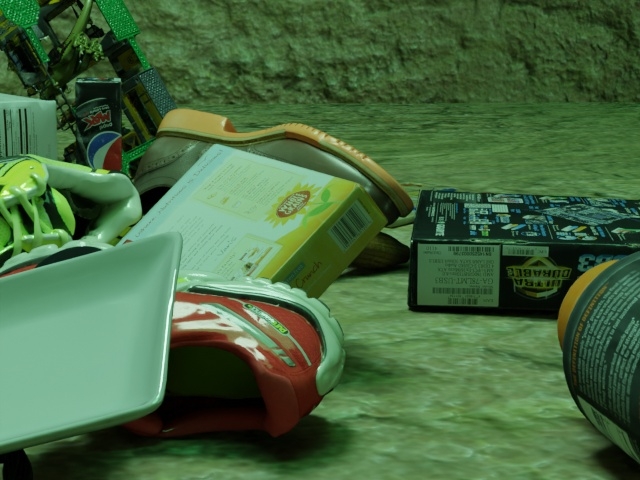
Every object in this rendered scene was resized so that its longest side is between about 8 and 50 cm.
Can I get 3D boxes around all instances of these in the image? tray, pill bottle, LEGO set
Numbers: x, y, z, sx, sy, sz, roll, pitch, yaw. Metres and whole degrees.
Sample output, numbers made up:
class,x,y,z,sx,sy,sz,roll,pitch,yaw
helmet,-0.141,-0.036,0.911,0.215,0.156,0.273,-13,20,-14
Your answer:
class,x,y,z,sx,sy,sz,roll,pitch,yaw
tray,-0.199,0.079,0.672,0.270,0.030,0.145,-15,36,10
pill bottle,0.222,0.077,0.728,0.130,0.130,0.245,-1,12,-12
LEGO set,-0.340,-0.184,1.636,0.192,0.331,0.255,-25,15,38

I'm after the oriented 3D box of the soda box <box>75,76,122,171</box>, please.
class,x,y,z,sx,sy,sz,roll,pitch,yaw
soda box,-0.257,-0.103,1.465,0.053,0.169,0.060,-1,12,-10

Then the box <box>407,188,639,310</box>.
class,x,y,z,sx,sy,sz,roll,pitch,yaw
box,0.237,0.006,1.234,0.293,0.073,0.295,3,11,5

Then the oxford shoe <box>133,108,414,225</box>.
class,x,y,z,sx,sy,sz,roll,pitch,yaw
oxford shoe,-0.060,-0.045,1.361,0.363,0.133,0.130,12,-27,42

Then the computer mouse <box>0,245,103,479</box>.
class,x,y,z,sx,sy,sz,roll,pitch,yaw
computer mouse,-0.154,0.087,0.700,0.071,0.041,0.242,-10,35,15

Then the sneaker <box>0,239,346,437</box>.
class,x,y,z,sx,sy,sz,roll,pitch,yaw
sneaker,-0.126,0.070,0.807,0.279,0.107,0.118,1,24,19

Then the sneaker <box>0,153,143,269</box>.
class,x,y,z,sx,sy,sz,roll,pitch,yaw
sneaker,-0.283,-0.011,0.978,0.147,0.145,0.384,-21,4,24

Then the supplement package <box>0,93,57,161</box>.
class,x,y,z,sx,sy,sz,roll,pitch,yaw
supplement package,-0.430,-0.087,1.410,0.203,0.149,0.194,-8,14,-41

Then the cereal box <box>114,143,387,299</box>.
class,x,y,z,sx,sy,sz,roll,pitch,yaw
cereal box,-0.076,0.010,0.994,0.173,0.047,0.240,-47,29,-13

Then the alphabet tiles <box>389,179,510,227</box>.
class,x,y,z,sx,sy,sz,roll,pitch,yaw
alphabet tiles,0.082,-0.054,1.673,0.342,0.011,0.285,10,14,36

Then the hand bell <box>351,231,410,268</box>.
class,x,y,z,sx,sy,sz,roll,pitch,yaw
hand bell,0.000,0.000,1.217,0.242,0.126,0.126,7,5,-43
